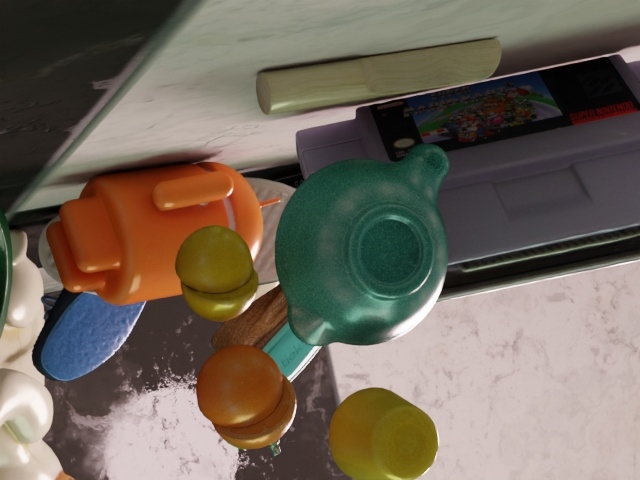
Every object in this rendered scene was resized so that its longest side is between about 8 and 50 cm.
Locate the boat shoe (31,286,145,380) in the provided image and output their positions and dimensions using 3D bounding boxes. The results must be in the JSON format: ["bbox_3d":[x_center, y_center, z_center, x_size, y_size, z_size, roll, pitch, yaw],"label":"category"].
[{"bbox_3d":[-0.265,0.068,1.687,0.089,0.109,0.258,2,-138,43],"label":"boat shoe"}]

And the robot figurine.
[{"bbox_3d":[-0.150,-0.009,1.342,0.219,0.158,0.128,-10,-150,-33],"label":"robot figurine"}]

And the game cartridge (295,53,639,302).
[{"bbox_3d":[0.167,-0.057,1.143,0.355,0.068,0.230,-12,-139,-3],"label":"game cartridge"}]

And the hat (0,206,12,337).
[{"bbox_3d":[-0.391,0.036,1.253,0.183,0.173,0.208,8,153,7],"label":"hat"}]

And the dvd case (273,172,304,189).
[{"bbox_3d":[0.081,-0.088,1.767,0.179,0.030,0.238,-14,176,37],"label":"dvd case"}]

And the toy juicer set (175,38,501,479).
[{"bbox_3d":[0.000,0.000,0.979,0.209,0.329,0.089,11,175,-20],"label":"toy juicer set"}]

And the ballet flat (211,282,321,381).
[{"bbox_3d":[0.008,0.046,1.607,0.342,0.116,0.124,-40,-137,-21],"label":"ballet flat"}]

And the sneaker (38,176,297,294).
[{"bbox_3d":[-0.148,-0.002,1.575,0.321,0.126,0.127,-3,174,1],"label":"sneaker"}]

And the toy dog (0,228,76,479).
[{"bbox_3d":[-0.456,0.217,1.740,0.284,0.408,0.395,-11,177,-2],"label":"toy dog"}]
